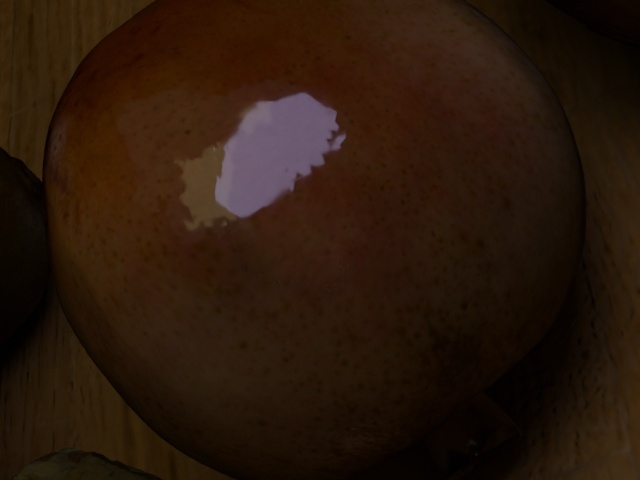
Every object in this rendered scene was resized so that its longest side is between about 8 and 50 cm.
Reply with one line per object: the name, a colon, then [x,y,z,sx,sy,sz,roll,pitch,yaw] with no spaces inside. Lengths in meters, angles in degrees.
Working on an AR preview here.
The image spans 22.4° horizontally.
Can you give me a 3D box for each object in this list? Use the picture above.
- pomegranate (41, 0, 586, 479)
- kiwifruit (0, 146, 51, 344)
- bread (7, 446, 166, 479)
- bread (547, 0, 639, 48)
pomegranate: [0.000,0.000,0.893,0.319,0.319,0.319,-19,49,23]
kiwifruit: [-0.301,0.013,1.146,0.234,0.196,0.196,-27,46,6]
bread: [-0.146,0.217,0.950,0.138,0.102,0.196,15,66,38]
bread: [0.136,-0.237,0.942,0.172,0.312,0.312,-56,44,9]
